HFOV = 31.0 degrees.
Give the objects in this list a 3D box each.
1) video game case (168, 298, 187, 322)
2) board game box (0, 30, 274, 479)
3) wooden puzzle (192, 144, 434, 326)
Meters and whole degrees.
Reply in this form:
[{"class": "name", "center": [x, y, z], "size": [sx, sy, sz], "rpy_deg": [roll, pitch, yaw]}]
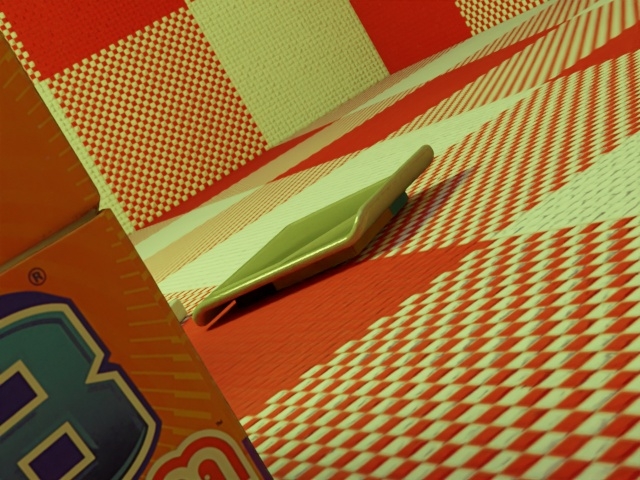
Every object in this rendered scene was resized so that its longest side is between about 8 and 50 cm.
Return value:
[{"class": "video game case", "center": [-0.296, 0.164, 1.280], "size": [0.285, 0.025, 0.204], "rpy_deg": [-28, 9, 16]}, {"class": "board game box", "center": [-0.306, 0.094, 0.582], "size": [0.356, 0.356, 0.356], "rpy_deg": [-35, 10, -29]}, {"class": "wooden puzzle", "center": [0.000, 0.000, 1.198], "size": [0.239, 0.044, 0.221], "rpy_deg": [-30, 7, 32]}]
